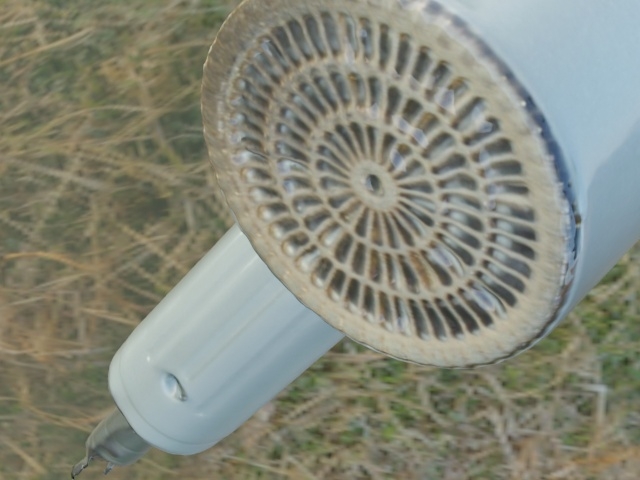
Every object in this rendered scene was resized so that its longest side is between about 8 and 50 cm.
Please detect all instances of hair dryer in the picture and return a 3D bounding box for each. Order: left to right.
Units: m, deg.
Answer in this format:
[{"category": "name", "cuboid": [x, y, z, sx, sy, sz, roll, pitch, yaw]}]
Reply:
[{"category": "hair dryer", "cuboid": [0.000, 0.000, 0.551, 0.107, 0.357, 0.173, 50, 50, 1]}]
